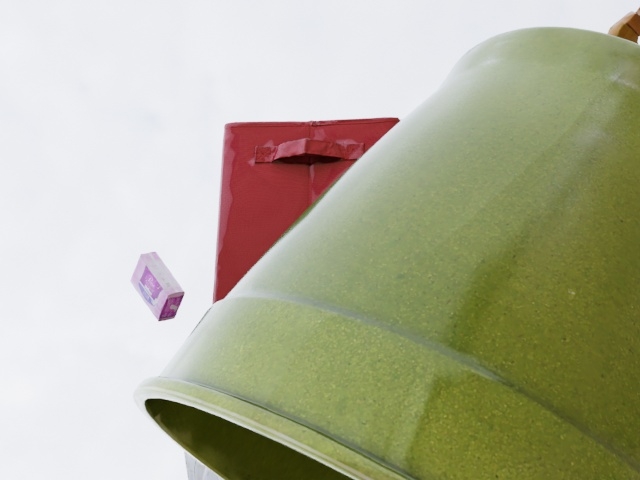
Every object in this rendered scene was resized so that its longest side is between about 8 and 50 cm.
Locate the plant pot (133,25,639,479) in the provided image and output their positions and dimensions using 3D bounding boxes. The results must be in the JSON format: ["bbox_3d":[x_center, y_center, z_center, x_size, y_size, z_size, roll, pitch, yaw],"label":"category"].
[{"bbox_3d":[0.123,0.053,0.557,0.353,0.366,0.366,-59,-39,-23],"label":"plant pot"}]

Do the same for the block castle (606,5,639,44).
[{"bbox_3d":[0.646,-0.257,1.177,0.212,0.453,0.303,31,-82,-33],"label":"block castle"}]

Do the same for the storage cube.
[{"bbox_3d":[0.000,0.000,0.847,0.215,0.183,0.193,72,-162,-69],"label":"storage cube"}]

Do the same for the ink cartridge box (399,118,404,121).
[{"bbox_3d":[0.223,0.011,1.079,0.130,0.271,0.310,-20,-57,-54],"label":"ink cartridge box"}]

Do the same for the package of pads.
[{"bbox_3d":[-0.211,0.059,1.031,0.032,0.083,0.050,-7,-45,-44],"label":"package of pads"}]

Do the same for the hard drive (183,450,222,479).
[{"bbox_3d":[0.018,0.280,0.938,0.338,0.237,0.064,-8,-69,-11],"label":"hard drive"}]
